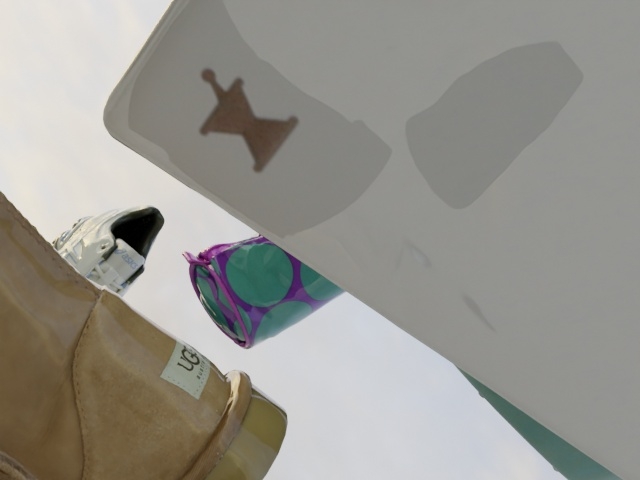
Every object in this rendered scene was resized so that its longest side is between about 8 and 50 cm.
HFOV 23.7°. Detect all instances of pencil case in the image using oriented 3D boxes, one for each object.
[{"bbox_3d":[0.000,0.000,0.882,0.064,0.152,0.070,32,-29,58],"label":"pencil case"}]

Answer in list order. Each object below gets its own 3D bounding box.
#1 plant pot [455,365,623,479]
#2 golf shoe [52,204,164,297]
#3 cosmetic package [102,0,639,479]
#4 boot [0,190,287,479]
[{"bbox_3d":[0.251,0.078,1.344,0.293,0.235,0.293,45,4,-4],"label":"plant pot"},{"bbox_3d":[-0.170,0.029,1.097,0.086,0.176,0.069,-26,-64,35],"label":"golf shoe"},{"bbox_3d":[0.157,-0.158,0.730,0.327,0.393,0.329,35,-59,-8],"label":"cosmetic package"},{"bbox_3d":[-0.180,0.053,0.555,0.269,0.236,0.089,40,12,-12],"label":"boot"}]
